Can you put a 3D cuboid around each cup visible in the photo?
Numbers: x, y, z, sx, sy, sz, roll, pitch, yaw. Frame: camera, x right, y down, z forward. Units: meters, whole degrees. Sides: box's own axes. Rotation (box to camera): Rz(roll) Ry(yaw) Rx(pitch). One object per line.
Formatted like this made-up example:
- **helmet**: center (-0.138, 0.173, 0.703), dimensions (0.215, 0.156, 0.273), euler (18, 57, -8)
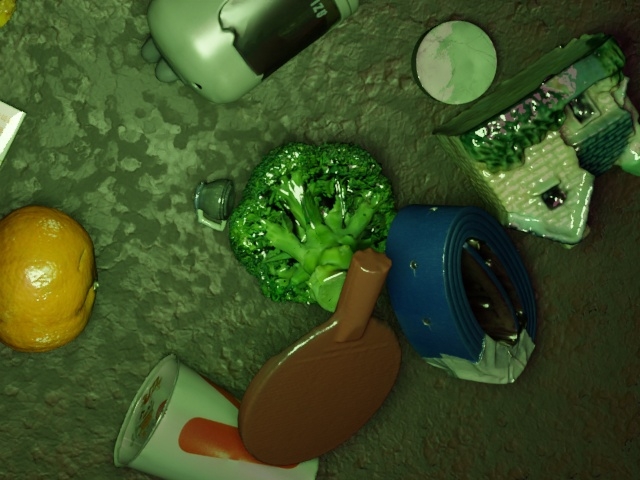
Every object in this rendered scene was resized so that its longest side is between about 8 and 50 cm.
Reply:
- **cup**: center (-0.157, 0.327, 1.852), dimensions (0.288, 0.203, 0.203), euler (30, 93, -18)

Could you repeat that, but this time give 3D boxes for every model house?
- **model house**: center (0.381, -0.139, 1.830), dimensions (0.298, 0.243, 0.284), euler (-33, 104, -2)

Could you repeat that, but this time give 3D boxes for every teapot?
- **teapot**: center (-0.171, -0.058, 1.854), dimensions (0.057, 0.066, 0.088), euler (11, 120, 9)

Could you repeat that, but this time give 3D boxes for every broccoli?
- **broccoli**: center (0.000, 0.000, 1.778), dimensions (0.298, 0.297, 0.297), euler (-10, 134, -11)

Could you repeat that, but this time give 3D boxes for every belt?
- **belt**: center (0.225, 0.085, 1.811), dimensions (0.347, 0.117, 0.212), euler (53, 51, -42)

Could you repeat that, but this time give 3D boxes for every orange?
- **orange**: center (-0.420, 0.059, 1.749), dimensions (0.170, 0.224, 0.224), euler (2, 98, -14)

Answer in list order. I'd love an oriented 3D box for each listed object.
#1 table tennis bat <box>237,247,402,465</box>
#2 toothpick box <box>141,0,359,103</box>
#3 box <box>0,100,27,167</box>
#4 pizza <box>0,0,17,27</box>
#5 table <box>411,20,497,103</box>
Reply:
- **table tennis bat**: center (0.016, 0.185, 1.699), dimensions (0.268, 0.051, 0.414), euler (-8, 133, -32)
- **toothpick box**: center (-0.127, -0.348, 1.750), dimensions (0.316, 0.229, 0.229), euler (-38, 101, 0)
- **box**: center (-0.558, -0.125, 1.795), dimensions (0.122, 0.032, 0.220), euler (26, 94, -11)
- **pizza**: center (-0.553, -0.417, 1.674), dimensions (0.409, 0.114, 0.277), euler (2, 123, 4)
- **table**: center (0.215, -0.288, 1.882), dimensions (0.133, 0.043, 0.133), euler (-1, 98, -8)
